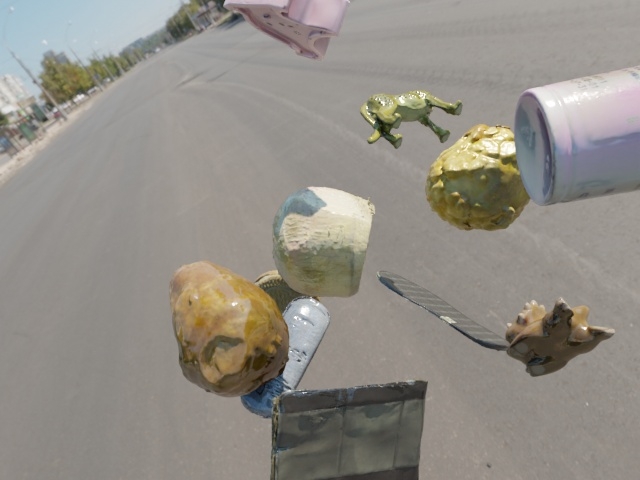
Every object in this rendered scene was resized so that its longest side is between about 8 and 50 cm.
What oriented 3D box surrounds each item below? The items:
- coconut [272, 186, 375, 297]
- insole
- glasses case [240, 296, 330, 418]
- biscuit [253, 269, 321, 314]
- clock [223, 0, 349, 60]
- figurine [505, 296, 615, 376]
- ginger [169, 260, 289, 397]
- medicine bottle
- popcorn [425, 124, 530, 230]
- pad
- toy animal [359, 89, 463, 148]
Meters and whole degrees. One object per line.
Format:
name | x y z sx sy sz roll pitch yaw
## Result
coconut | 0.000 0.000 1.223 0.254 0.297 0.297 12 41 7
insole | 0.213 0.120 0.868 0.309 0.110 0.012 35 111 55
glasses case | -0.074 0.251 1.035 0.109 0.067 0.282 27 63 8
biscuit | -0.117 0.206 1.554 0.259 0.259 0.079 -18 24 22
clock | -0.039 -0.515 1.098 0.290 0.275 0.080 27 98 42
figurine | 0.603 0.237 1.237 0.173 0.177 0.247 -40 -19 -57
ginger | -0.175 0.164 0.914 0.223 0.200 0.269 -10 79 21
medicine bottle | 0.391 -0.137 0.580 0.254 0.152 0.152 -9 33 8
popcorn | 0.365 -0.130 1.045 0.250 0.250 0.190 -26 17 10
pad | 0.044 0.287 0.667 0.233 0.174 0.022 1 8 -18
toy animal | 0.126 -0.208 0.773 0.181 0.073 0.136 -16 42 -22
